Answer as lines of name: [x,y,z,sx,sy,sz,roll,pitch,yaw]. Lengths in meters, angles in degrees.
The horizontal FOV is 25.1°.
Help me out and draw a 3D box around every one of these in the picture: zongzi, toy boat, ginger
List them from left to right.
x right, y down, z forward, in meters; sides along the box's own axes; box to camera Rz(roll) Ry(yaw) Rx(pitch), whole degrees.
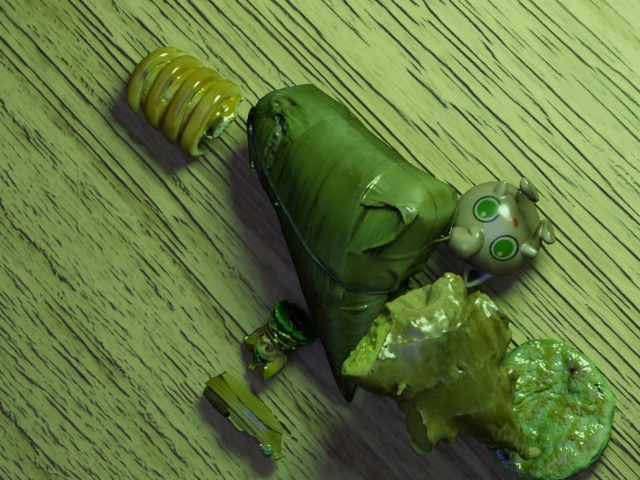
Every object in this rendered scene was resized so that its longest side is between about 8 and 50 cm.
toy boat: [-0.102,0.243,1.977,0.149,0.047,0.049,44,113,14]
zongzi: [0.000,0.000,1.929,0.323,0.160,0.360,45,133,33]
ginger: [0.175,0.174,1.826,0.270,0.123,0.219,40,80,-17]

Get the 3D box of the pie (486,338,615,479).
pie: [0.293,0.222,1.873,0.186,0.041,0.187,-1,87,17]

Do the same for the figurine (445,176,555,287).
figurine: [0.226,-0.015,1.855,0.138,0.125,0.125,-21,83,13]

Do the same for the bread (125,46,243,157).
bread: [-0.192,-0.195,1.993,0.177,0.084,0.119,35,97,17]

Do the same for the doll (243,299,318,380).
doll: [-0.052,0.138,1.969,0.113,0.076,0.078,-59,47,36]
